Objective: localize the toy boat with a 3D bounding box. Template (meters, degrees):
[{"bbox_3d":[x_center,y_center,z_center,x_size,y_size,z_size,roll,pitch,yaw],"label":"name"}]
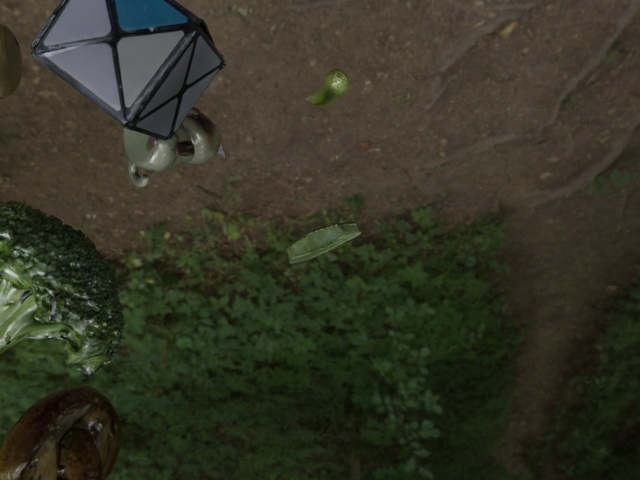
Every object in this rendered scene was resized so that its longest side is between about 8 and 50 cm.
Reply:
[{"bbox_3d":[0.000,0.000,1.779,0.293,0.093,0.055,-23,162,19],"label":"toy boat"}]

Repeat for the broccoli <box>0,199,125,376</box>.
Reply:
[{"bbox_3d":[-0.540,0.105,1.000,0.375,0.302,0.249,47,-161,-4],"label":"broccoli"}]

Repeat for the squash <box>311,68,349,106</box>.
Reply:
[{"bbox_3d":[0.034,-0.512,1.713,0.083,0.083,0.250,13,176,-14],"label":"squash"}]

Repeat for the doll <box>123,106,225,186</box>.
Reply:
[{"bbox_3d":[-0.516,-0.355,1.774,0.215,0.370,0.226,34,133,23],"label":"doll"}]

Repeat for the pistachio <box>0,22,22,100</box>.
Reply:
[{"bbox_3d":[-0.838,-0.458,1.297,0.131,0.206,0.129,-1,175,-44],"label":"pistachio"}]

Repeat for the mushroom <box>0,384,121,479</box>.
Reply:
[{"bbox_3d":[-0.569,0.474,1.104,0.195,0.283,0.263,-26,136,6],"label":"mushroom"}]

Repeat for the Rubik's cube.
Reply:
[{"bbox_3d":[-0.466,-0.475,1.283,0.305,0.310,0.307,38,-177,-1],"label":"Rubik's cube"}]
